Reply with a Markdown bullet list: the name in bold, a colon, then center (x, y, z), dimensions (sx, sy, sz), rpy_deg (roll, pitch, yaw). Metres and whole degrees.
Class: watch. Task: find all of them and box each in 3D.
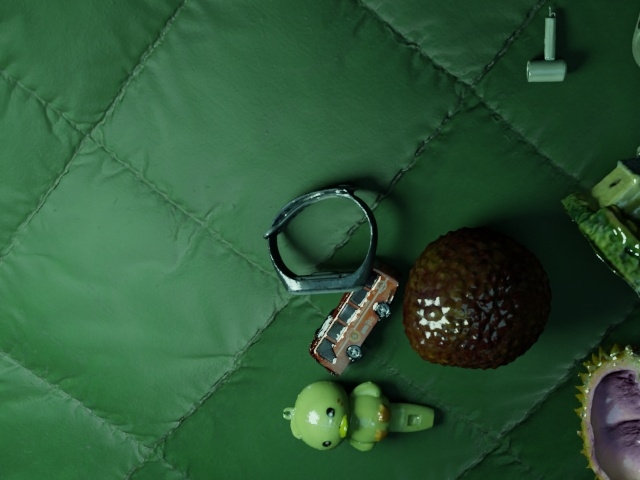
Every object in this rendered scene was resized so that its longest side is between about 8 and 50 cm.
- **watch**: center (0.000, 0.000, 1.585), dimensions (0.206, 0.068, 0.193), rpy_deg (-4, 92, 13)

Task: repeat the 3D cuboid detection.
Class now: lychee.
- **lychee**: center (0.267, 0.106, 1.533), dimensions (0.261, 0.260, 0.260), rpy_deg (1, 110, 4)

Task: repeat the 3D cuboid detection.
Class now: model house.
- **model house**: center (0.612, -0.018, 1.450), dimensions (0.321, 0.261, 0.266), rpy_deg (41, 105, -16)

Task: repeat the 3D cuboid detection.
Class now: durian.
- **durian**: center (0.581, 0.352, 1.669), dimensions (0.191, 0.112, 0.341), rpy_deg (-25, 98, 22)

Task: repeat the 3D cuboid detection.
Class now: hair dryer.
- **hair dryer**: center (0.380, -0.329, 1.473), dimensions (0.063, 0.038, 0.124), rpy_deg (-1, 104, 5)

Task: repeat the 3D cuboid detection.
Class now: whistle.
- **whistle**: center (0.076, 0.343, 1.688), dimensions (0.294, 0.141, 0.141), rpy_deg (5, 110, 1)

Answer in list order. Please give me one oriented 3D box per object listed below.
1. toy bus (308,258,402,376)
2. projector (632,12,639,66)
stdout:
- **toy bus**: center (0.067, 0.146, 1.654), dimensions (0.096, 0.073, 0.235), rpy_deg (34, 109, 2)
- **projector**: center (0.644, -0.335, 1.334), dimensions (0.248, 0.249, 0.248), rpy_deg (11, 112, 0)
